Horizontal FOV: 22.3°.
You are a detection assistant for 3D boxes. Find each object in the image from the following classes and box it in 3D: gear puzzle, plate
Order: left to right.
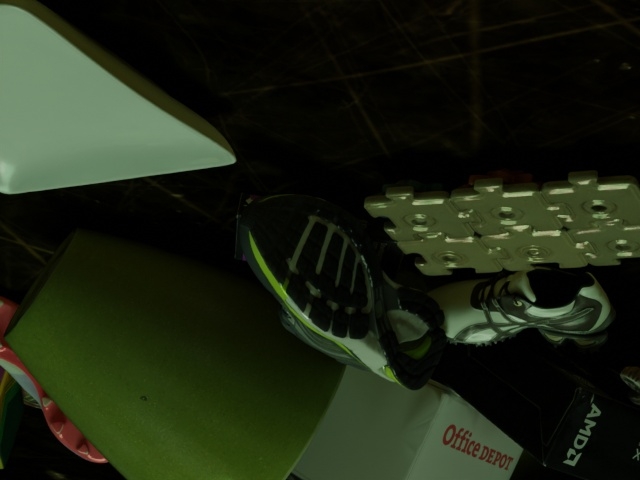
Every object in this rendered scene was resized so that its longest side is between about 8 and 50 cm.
[{"bbox_3d":[-0.250,-0.121,1.318,0.277,0.045,0.278,-5,155,35],"label":"plate"},{"bbox_3d":[0.215,-0.029,1.375,0.339,0.044,0.175,-4,154,25],"label":"gear puzzle"}]

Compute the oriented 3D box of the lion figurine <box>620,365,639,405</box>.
[{"bbox_3d":[0.384,0.056,1.369,0.142,0.240,0.392,41,172,-3],"label":"lion figurine"}]

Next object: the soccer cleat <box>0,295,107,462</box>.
[{"bbox_3d":[-0.320,0.161,1.921,0.248,0.083,0.095,45,175,2],"label":"soccer cleat"}]

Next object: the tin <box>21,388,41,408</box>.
[{"bbox_3d":[-0.355,0.199,2.217,0.106,0.040,0.189,17,159,-31],"label":"tin"}]

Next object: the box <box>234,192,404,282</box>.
[{"bbox_3d":[0.000,0.000,1.551,0.162,0.029,0.116,11,158,-1],"label":"box"}]

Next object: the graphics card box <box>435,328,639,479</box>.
[{"bbox_3d":[0.329,0.197,1.699,0.371,0.094,0.233,23,-172,-30],"label":"graphics card box"}]

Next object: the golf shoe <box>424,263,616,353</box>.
[{"bbox_3d":[0.184,0.053,1.573,0.198,0.077,0.094,0,140,18],"label":"golf shoe"}]

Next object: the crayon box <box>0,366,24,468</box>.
[{"bbox_3d":[-0.576,0.172,2.106,0.363,0.106,0.313,16,158,-2],"label":"crayon box"}]

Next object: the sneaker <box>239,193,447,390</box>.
[{"bbox_3d":[0.000,0.052,1.503,0.121,0.111,0.300,6,154,36],"label":"sneaker"}]

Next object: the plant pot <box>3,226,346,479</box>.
[{"bbox_3d":[-0.166,0.123,1.666,0.293,0.275,0.275,33,154,-12],"label":"plant pot"}]

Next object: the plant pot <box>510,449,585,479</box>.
[{"bbox_3d":[0.358,0.403,2.068,0.366,0.366,0.353,2,170,18],"label":"plant pot"}]

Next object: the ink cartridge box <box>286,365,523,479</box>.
[{"bbox_3d":[0.051,0.339,1.833,0.166,0.395,0.285,24,176,29],"label":"ink cartridge box"}]
